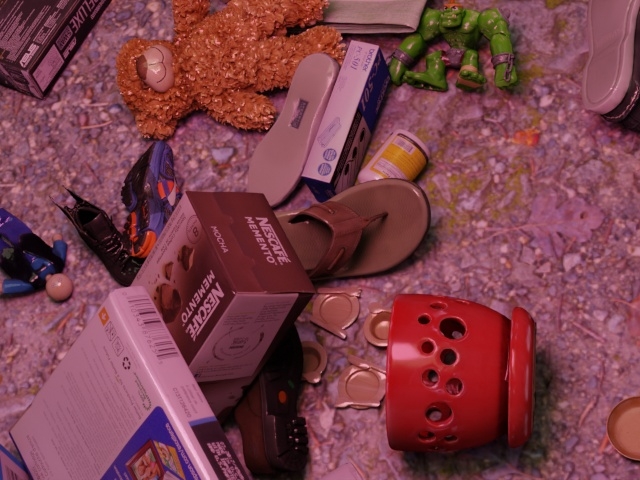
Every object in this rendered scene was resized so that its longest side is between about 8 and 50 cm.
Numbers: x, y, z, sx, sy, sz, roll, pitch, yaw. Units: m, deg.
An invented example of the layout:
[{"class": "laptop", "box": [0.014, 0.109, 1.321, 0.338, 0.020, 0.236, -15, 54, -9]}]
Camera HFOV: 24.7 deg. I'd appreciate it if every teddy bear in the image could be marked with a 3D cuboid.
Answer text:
[{"class": "teddy bear", "box": [-0.132, -0.266, 2.069, 0.338, 0.113, 0.245, -1, 98, 3]}]

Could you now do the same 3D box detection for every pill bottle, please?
[{"class": "pill bottle", "box": [0.091, -0.089, 1.975, 0.065, 0.065, 0.116, 32, 72, 26]}]

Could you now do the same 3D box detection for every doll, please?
[{"class": "doll", "box": [-0.417, 0.025, 2.038, 0.189, 0.046, 0.129, 36, 65, 21]}]

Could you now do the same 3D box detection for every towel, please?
[{"class": "towel", "box": [0.079, -0.444, 2.156, 0.248, 0.038, 0.324, 5, 62, 33]}]

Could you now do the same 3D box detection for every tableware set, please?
[{"class": "tableware set", "box": [0.035, 0.135, 1.889, 0.141, 0.020, 0.168, 15, 66, 20]}]

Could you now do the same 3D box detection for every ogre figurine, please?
[{"class": "ogre figurine", "box": [0.188, -0.270, 2.040, 0.197, 0.097, 0.118, -3, 69, 49]}]

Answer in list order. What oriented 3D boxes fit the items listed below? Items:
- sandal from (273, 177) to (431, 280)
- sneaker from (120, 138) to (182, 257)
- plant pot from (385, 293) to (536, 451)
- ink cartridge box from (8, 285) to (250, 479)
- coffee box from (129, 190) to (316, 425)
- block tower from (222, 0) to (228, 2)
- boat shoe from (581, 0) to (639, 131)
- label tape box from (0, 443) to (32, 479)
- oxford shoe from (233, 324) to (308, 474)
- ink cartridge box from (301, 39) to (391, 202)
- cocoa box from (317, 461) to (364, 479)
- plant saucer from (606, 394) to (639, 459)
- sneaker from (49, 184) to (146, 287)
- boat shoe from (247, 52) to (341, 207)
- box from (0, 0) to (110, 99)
[{"class": "sandal", "box": [-0.001, 0.002, 1.910, 0.303, 0.086, 0.120, -14, 94, 11]}, {"class": "sneaker", "box": [-0.223, -0.049, 2.024, 0.083, 0.087, 0.221, -41, 36, 35]}, {"class": "plant pot", "box": [0.170, 0.160, 1.748, 0.174, 0.191, 0.191, 1, 62, 11]}, {"class": "ink cartridge box", "box": [-0.232, 0.266, 1.756, 0.072, 0.307, 0.303, -11, 60, -43]}, {"class": "coffee box", "box": [-0.148, 0.098, 1.791, 0.119, 0.297, 0.168, 2, 47, -38]}, {"class": "block tower", "box": [-0.024, -0.479, 2.157, 0.335, 0.091, 0.097, -25, 50, 14]}, {"class": "boat shoe", "box": [0.426, -0.283, 1.995, 0.114, 0.091, 0.302, -21, 46, 55]}, {"class": "label tape box", "box": [-0.545, 0.333, 1.783, 0.334, 0.240, 0.106, -17, 60, 3]}, {"class": "oxford shoe", "box": [-0.076, 0.184, 1.843, 0.096, 0.083, 0.227, -18, 61, 38]}, {"class": "ink cartridge box", "box": [0.038, -0.158, 1.989, 0.046, 0.097, 0.207, 14, 75, 18]}, {"class": "cocoa box", "box": [-0.042, 0.444, 1.571, 0.347, 0.231, 0.228, -31, 99, -5]}, {"class": "plant saucer", "box": [0.387, 0.228, 1.761, 0.083, 0.015, 0.083, -6, 60, 10]}, {"class": "sneaker", "box": [-0.298, -0.003, 2.001, 0.051, 0.089, 0.170, -43, 61, -12]}, {"class": "boat shoe", "box": [-0.024, -0.147, 2.019, 0.079, 0.081, 0.227, 28, 97, 26]}, {"class": "box", "box": [-0.455, -0.388, 2.258, 0.242, 0.076, 0.307, 20, 68, 22]}]
